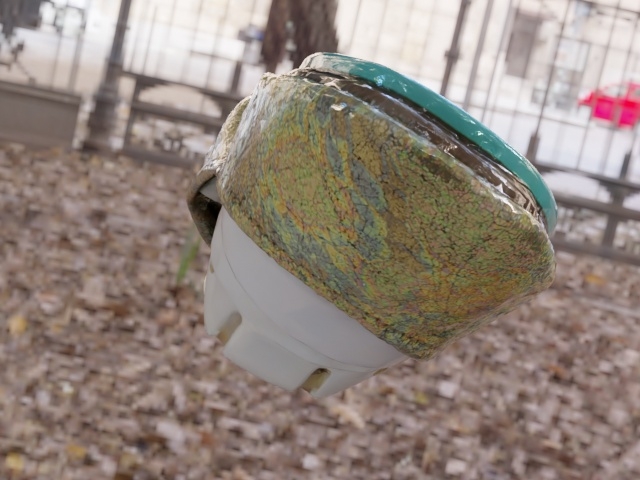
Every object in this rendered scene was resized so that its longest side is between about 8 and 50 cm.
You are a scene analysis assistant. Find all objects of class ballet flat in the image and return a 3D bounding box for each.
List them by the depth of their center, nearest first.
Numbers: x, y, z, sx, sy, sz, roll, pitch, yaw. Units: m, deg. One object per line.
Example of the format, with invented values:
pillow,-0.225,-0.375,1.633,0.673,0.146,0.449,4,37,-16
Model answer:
ballet flat,0.000,0.000,0.532,0.123,0.123,0.348,12,5,-8
